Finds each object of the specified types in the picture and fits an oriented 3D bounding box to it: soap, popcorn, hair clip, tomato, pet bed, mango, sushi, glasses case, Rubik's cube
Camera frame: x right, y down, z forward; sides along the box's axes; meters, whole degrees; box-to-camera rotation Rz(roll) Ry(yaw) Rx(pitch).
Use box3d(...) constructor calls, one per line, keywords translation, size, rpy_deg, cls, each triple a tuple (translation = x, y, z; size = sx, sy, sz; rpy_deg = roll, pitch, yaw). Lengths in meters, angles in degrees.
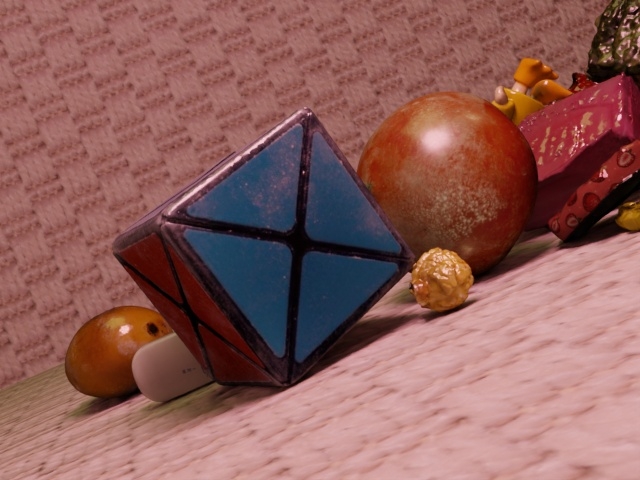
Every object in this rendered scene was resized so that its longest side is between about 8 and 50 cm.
box3d(translation=(0.375, -0.122, 1.388), size=(0.289, 0.112, 0.182), rpy_deg=(-25, 37, 44), cls="soap")
box3d(translation=(0.136, 0.051, 1.068), size=(0.084, 0.084, 0.084), rpy_deg=(-23, 2, 1), cls="popcorn")
box3d(translation=(0.400, -0.041, 1.054), size=(0.072, 0.046, 0.173), rpy_deg=(-21, -6, 2), cls="hair clip")
box3d(translation=(0.164, -0.077, 1.247), size=(0.222, 0.270, 0.270), rpy_deg=(1, -7, -22), cls="tomato")
box3d(translation=(0.385, -0.070, 1.175), size=(0.201, 0.053, 0.201), rpy_deg=(-40, -13, -11), cls="pet bed")
box3d(translation=(-0.359, 0.208, 1.562), size=(0.192, 0.146, 0.316), rpy_deg=(-23, -12, -29), cls="mango")
box3d(translation=(0.631, -0.325, 1.577), size=(0.294, 0.178, 0.352), rpy_deg=(20, 0, 28), cls="sushi")
box3d(translation=(-0.163, 0.160, 1.301), size=(0.233, 0.092, 0.059), rpy_deg=(-22, 0, -16), cls="glasses case")
box3d(translation=(-0.077, 0.014, 1.135), size=(0.260, 0.259, 0.254), rpy_deg=(-44, 13, -26), cls="Rubik's cube")

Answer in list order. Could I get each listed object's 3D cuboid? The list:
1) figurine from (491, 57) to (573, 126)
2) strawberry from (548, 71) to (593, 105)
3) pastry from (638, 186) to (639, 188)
box3d(translation=(0.308, -0.150, 1.572), size=(0.344, 0.215, 0.187), rpy_deg=(-54, 36, 7), cls="figurine")
box3d(translation=(0.625, -0.251, 2.031), size=(0.261, 0.257, 0.261), rpy_deg=(-51, -3, -3), cls="strawberry")
box3d(translation=(0.519, -0.154, 1.527), size=(0.264, 0.133, 0.265), rpy_deg=(-26, 4, 2), cls="pastry")
